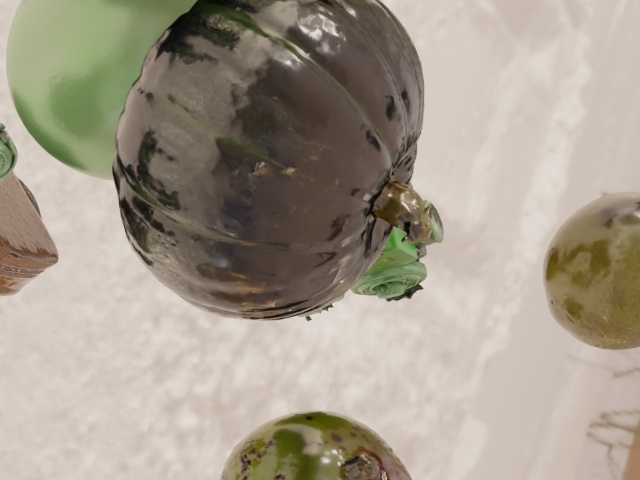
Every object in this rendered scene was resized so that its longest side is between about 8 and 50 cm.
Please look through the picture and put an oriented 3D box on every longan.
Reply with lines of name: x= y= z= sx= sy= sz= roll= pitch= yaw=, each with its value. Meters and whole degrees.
longan: x=0.287 y=0.036 z=1.175 sx=0.176 sy=0.155 sz=0.145 roll=68 pitch=32 yaw=-46

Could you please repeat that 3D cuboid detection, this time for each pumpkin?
pumpkin: x=-0.018 y=-0.055 z=0.857 sx=0.250 sy=0.216 sz=0.250 roll=-58 pitch=168 yaw=-19

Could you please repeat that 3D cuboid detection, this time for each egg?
egg: x=-0.166 y=-0.168 z=1.147 sx=0.270 sy=0.220 sz=0.220 roll=-25 pitch=-152 yaw=48

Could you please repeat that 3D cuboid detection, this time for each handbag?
handbag: x=-0.350 y=-0.035 z=1.281 sx=0.072 sy=0.193 sz=0.151 roll=-38 pitch=161 yaw=9

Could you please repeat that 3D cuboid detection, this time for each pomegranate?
pomegranate: x=-0.012 y=0.283 z=1.206 sx=0.198 sy=0.198 sz=0.246 roll=-17 pitch=128 yaw=-69

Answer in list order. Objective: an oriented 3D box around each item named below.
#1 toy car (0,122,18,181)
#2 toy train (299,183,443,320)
toy car: x=-0.244 y=-0.025 z=0.780 sx=0.143 sy=0.073 sz=0.054 roll=-46 pitch=142 yaw=7
toy train: x=0.000 y=0.000 z=1.336 sx=0.188 sy=0.243 sz=0.132 roll=27 pitch=51 yaw=-64
